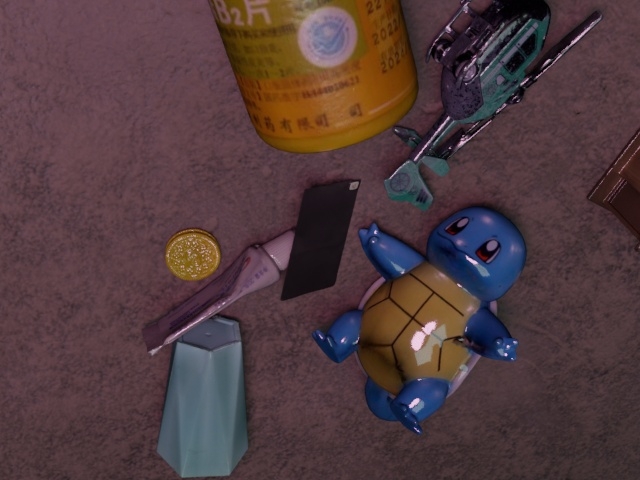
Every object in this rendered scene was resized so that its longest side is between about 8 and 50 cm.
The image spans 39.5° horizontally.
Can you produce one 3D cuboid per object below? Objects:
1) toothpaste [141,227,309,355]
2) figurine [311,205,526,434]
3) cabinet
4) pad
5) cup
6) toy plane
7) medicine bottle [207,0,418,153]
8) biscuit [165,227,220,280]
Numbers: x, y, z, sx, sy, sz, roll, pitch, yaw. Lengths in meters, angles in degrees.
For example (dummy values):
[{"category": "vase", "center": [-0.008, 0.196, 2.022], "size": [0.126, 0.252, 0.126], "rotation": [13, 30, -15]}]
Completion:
[{"category": "toothpaste", "center": [-0.142, 0.072, 1.328], "size": [0.282, 0.099, 0.068], "rotation": [-32, 79, -6]}, {"category": "figurine", "center": [0.159, 0.144, 1.363], "size": [0.243, 0.298, 0.416], "rotation": [-6, 130, -47]}, {"category": "cabinet", "center": [0.560, -0.044, 1.352], "size": [0.215, 0.175, 0.148], "rotation": [23, 113, -21]}, {"category": "pad", "center": [0.000, 0.000, 1.335], "size": [0.116, 0.004, 0.193], "rotation": [-13, 128, -41]}, {"category": "cup", "center": [-0.177, 0.239, 1.407], "size": [0.134, 0.148, 0.236], "rotation": [14, 115, 12]}, {"category": "toy plane", "center": [0.213, -0.206, 1.241], "size": [0.155, 0.106, 0.382], "rotation": [30, 106, -37]}, {"category": "medicine bottle", "center": [-0.026, -0.315, 1.055], "size": [0.224, 0.224, 0.384], "rotation": [-18, 121, 0]}, {"category": "biscuit", "center": [-0.191, 0.021, 1.334], "size": [0.084, 0.023, 0.084], "rotation": [-5, 122, -8]}]
